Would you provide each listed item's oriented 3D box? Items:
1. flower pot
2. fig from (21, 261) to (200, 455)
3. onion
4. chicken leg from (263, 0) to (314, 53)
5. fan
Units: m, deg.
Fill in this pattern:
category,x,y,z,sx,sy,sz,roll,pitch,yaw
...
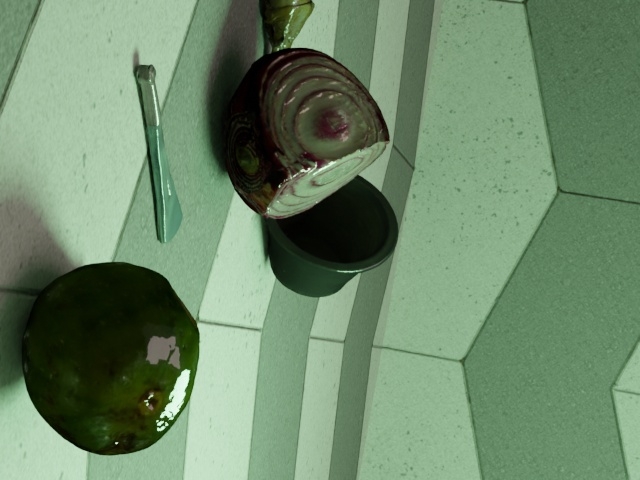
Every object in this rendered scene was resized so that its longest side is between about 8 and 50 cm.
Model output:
category,x,y,z,sx,sy,sz,roll,pitch,yaw
flower pot,0.000,0.000,2.277,0.148,0.235,0.235,115,-4,-48
fig,-0.225,0.108,1.408,0.245,0.195,0.195,-136,-134,-59
onion,-0.044,-0.156,1.943,0.207,0.216,0.206,66,-30,12
chicken leg,-0.054,-0.320,2.059,0.085,0.069,0.198,-58,162,-57
fan,-0.200,-0.102,1.660,0.282,0.023,0.057,86,27,-48
